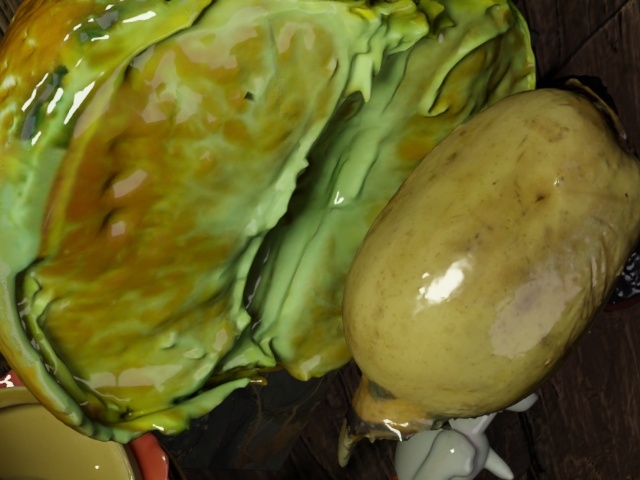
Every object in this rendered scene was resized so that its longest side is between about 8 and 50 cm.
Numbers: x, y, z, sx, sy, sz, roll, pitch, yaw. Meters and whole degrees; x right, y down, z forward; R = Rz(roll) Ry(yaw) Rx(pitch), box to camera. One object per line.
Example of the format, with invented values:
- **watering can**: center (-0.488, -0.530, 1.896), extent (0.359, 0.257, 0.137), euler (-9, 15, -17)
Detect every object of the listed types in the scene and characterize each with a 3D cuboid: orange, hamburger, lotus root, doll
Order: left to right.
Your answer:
- **hamburger**: center (-0.146, 0.155, 1.085), extent (0.175, 0.175, 0.137), euler (-54, 165, 2)
- **orange**: center (-0.046, -0.041, 0.972), extent (0.334, 0.196, 0.262), euler (-23, 125, -50)
- **doll**: center (0.046, 0.199, 1.458), extent (0.271, 0.144, 0.208), euler (-57, 172, 14)
- **lotus root**: center (0.076, 0.023, 0.946), extent (0.125, 0.118, 0.221), euler (36, 89, -42)

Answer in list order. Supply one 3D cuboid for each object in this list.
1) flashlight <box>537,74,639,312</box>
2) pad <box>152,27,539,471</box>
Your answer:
- **flashlight**: center (0.203, -0.037, 1.461), extent (0.093, 0.093, 0.232), euler (-45, 147, -15)
- **pad**: center (0.000, 0.000, 1.279), extent (0.367, 0.007, 0.247), euler (-59, 151, 11)
